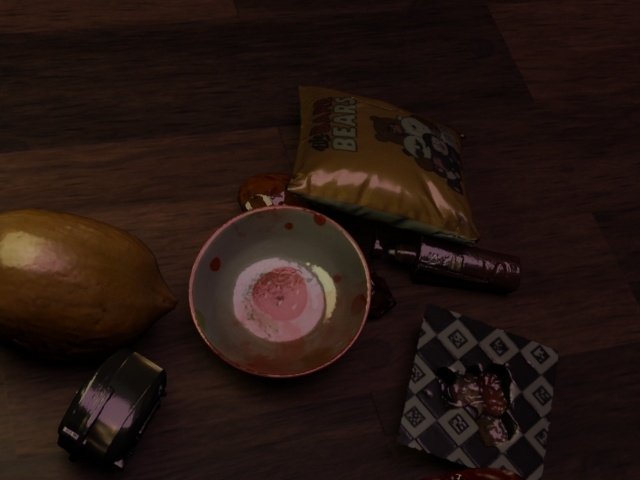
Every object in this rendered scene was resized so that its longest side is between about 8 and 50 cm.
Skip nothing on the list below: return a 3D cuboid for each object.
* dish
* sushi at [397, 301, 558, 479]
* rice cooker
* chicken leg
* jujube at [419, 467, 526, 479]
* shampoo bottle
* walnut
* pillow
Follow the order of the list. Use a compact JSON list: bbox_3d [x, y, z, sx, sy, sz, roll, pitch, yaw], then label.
[{"bbox_3d":[-0.058,0.083,1.574,0.260,0.085,0.260,0,68,-1],"label":"dish"},{"bbox_3d":[0.227,0.233,1.589,0.220,0.047,0.231,20,58,-7],"label":"sushi"},{"bbox_3d":[-0.269,0.220,1.421,0.106,0.112,0.165,26,54,-4],"label":"rice cooker"},{"bbox_3d":[0.000,0.000,1.667,0.304,0.093,0.113,41,45,9],"label":"chicken leg"},{"bbox_3d":[0.176,0.373,1.412,0.230,0.155,0.155,3,56,-11],"label":"jujube"},{"bbox_3d":[0.195,0.032,1.704,0.236,0.067,0.068,10,61,-8],"label":"shampoo bottle"},{"bbox_3d":[-0.340,0.064,1.461,0.298,0.203,0.203,14,54,-10],"label":"walnut"},{"bbox_3d":[0.100,-0.127,1.731,0.313,0.119,0.310,15,40,-10],"label":"pillow"}]
